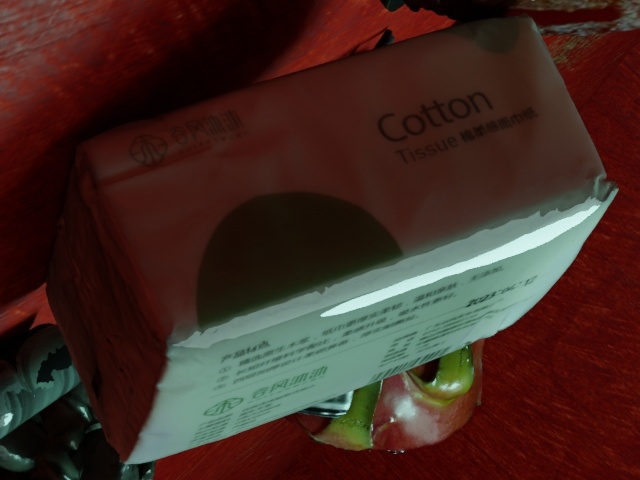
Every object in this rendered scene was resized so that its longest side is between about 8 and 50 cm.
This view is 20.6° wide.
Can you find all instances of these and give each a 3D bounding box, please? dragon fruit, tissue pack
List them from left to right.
[{"bbox_3d":[-0.001,-0.001,1.278,0.356,0.194,0.266,-18,161,-21],"label":"tissue pack"},{"bbox_3d":[0.074,0.098,2.210,0.305,0.305,0.225,-36,141,-53],"label":"dragon fruit"}]

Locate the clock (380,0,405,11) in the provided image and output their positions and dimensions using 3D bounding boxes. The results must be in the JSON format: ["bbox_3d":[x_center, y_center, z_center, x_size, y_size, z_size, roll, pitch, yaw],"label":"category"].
[{"bbox_3d":[0.166,-0.327,1.429,0.279,0.049,0.273,-43,171,-25],"label":"clock"}]

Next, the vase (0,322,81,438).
[{"bbox_3d":[-0.263,0.129,1.329,0.211,0.060,0.060,-34,164,-51],"label":"vase"}]

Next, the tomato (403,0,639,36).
[{"bbox_3d":[0.177,-0.268,1.199,0.309,0.309,0.170,102,-12,-73],"label":"tomato"}]

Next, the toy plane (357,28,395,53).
[{"bbox_3d":[0.028,-0.143,1.615,0.145,0.037,0.060,-39,164,-51],"label":"toy plane"}]

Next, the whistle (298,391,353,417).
[{"bbox_3d":[-0.047,0.029,1.500,0.163,0.163,0.290,-47,-156,-2],"label":"whistle"}]

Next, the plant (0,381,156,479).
[{"bbox_3d":[-0.219,0.199,1.561,0.274,0.146,0.149,101,-11,-71],"label":"plant"}]
